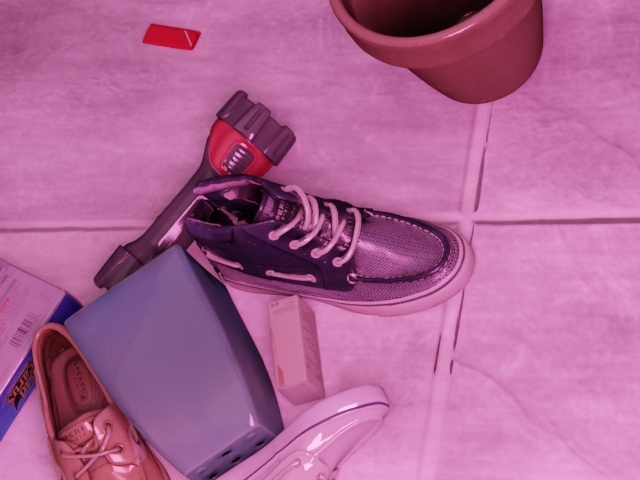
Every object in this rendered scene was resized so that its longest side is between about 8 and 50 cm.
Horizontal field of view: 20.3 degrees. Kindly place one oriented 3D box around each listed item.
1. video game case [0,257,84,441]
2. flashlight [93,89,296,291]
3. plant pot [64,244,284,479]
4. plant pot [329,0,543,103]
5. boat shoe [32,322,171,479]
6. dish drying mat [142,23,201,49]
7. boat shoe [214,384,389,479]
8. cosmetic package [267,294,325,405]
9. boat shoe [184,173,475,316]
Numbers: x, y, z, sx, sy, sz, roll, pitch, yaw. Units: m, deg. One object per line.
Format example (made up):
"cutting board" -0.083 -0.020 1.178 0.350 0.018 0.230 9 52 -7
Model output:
"video game case" -0.469 0.145 2.284 0.244 0.061 0.269 24 75 31
"flashlight" -0.162 -0.044 2.233 0.304 0.103 0.103 -50 56 -1
"plant pot" -0.152 0.164 2.075 0.166 0.165 0.234 -34 63 4
"plant pot" 0.166 -0.284 2.129 0.263 0.229 0.263 -11 60 19
"boat shoe" -0.269 0.248 2.107 0.122 0.110 0.341 -32 55 5
"dish drying mat" -0.203 -0.277 2.426 0.083 0.008 0.032 13 70 29
"boat shoe" -0.025 0.265 2.000 0.267 0.096 0.088 -34 59 5
"cosmetic package" -0.029 0.129 2.096 0.041 0.060 0.115 -17 56 16
"boat shoe" 0.000 0.000 2.092 0.340 0.158 0.127 0 64 25
